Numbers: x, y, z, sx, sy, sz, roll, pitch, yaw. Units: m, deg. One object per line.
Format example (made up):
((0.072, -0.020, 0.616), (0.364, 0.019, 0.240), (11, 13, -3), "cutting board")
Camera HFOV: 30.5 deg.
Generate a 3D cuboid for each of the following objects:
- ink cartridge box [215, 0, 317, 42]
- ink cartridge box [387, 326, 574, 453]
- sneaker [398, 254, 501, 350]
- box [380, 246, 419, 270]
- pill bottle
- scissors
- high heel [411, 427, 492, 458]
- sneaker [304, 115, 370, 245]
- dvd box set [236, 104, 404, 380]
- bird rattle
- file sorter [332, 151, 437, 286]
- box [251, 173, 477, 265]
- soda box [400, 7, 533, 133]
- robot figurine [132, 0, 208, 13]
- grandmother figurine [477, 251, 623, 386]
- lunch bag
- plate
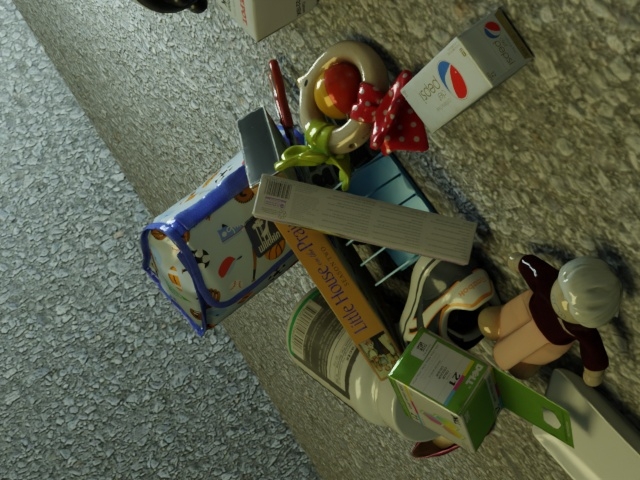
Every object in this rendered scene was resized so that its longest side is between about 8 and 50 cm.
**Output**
((-0.133, -0.451, 1.702), (0.273, 0.114, 0.197), (46, 161, 24), "ink cartridge box")
((0.244, 0.257, 1.765), (0.255, 0.097, 0.189), (29, 163, 26), "ink cartridge box")
((0.206, 0.130, 1.877), (0.127, 0.126, 0.321), (49, 163, 24), "sneaker")
((0.146, 0.008, 1.958), (0.137, 0.027, 0.094), (33, 153, 40), "box")
((0.105, 0.223, 2.194), (0.361, 0.204, 0.204), (31, 151, 53), "pill bottle")
((-0.046, -0.173, 1.970), (0.109, 0.021, 0.297), (93, 162, -64), "scissors")
((0.246, 0.368, 2.238), (0.082, 0.117, 0.244), (54, 163, 2), "high heel")
((0.024, -0.107, 1.969), (0.110, 0.107, 0.275), (50, 165, 46), "sneaker")
((0.000, 0.000, 1.974), (0.420, 0.062, 0.308), (57, -173, -27), "dvd box set")
((0.036, -0.190, 1.668), (0.253, 0.143, 0.207), (-38, 57, 46), "bird rattle")
((0.093, -0.031, 1.833), (0.170, 0.104, 0.118), (54, 132, 3), "file sorter")
((0.063, -0.030, 1.716), (0.323, 0.067, 0.063), (12, 177, -1), "box")
((0.174, -0.201, 1.427), (0.074, 0.069, 0.216), (54, 164, 0), "soda box")
((-0.281, -0.481, 1.960), (0.278, 0.173, 0.209), (35, 131, 48), "robot figurine")
((0.314, 0.105, 1.574), (0.208, 0.104, 0.342), (47, 163, 9), "grandmother figurine")
((-0.159, -0.024, 2.226), (0.239, 0.328, 0.385), (46, 160, 13), "lunch bag")
((0.441, 0.331, 1.764), (0.278, 0.045, 0.277), (47, 162, 24), "plate")
